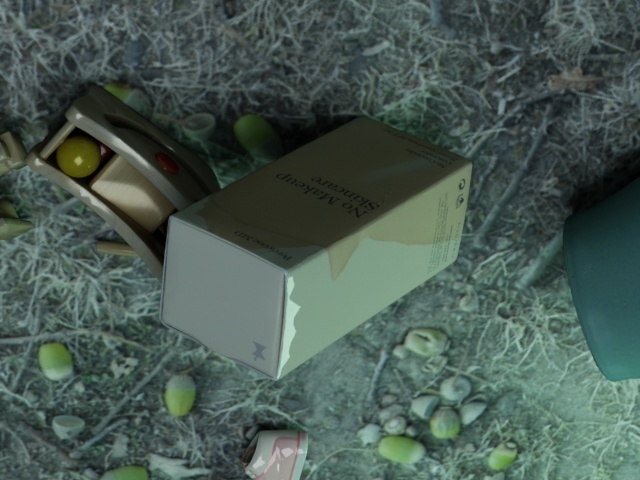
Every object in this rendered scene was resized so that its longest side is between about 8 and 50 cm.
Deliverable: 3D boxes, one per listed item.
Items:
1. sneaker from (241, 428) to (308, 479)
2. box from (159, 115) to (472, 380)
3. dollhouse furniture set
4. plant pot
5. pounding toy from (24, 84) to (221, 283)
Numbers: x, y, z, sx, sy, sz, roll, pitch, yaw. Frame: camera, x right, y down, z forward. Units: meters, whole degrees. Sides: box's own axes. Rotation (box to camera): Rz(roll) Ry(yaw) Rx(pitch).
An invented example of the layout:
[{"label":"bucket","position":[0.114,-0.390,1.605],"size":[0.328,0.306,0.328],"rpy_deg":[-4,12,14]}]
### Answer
[{"label":"sneaker","position":[-0.060,0.270,2.038],"size":[0.070,0.051,0.134],"rpy_deg":[8,116,-11]},{"label":"box","position":[0.000,0.000,1.727],"size":[0.148,0.311,0.121],"rpy_deg":[24,124,27]},{"label":"dollhouse furniture set","position":[-0.356,-0.066,1.804],"size":[0.144,0.123,0.151],"rpy_deg":[-26,86,7]},{"label":"plant pot","position":[0.395,0.032,1.854],"size":[0.255,0.272,0.272],"rpy_deg":[-16,123,18]},{"label":"pounding toy","position":[-0.184,-0.015,1.787],"size":[0.269,0.154,0.155],"rpy_deg":[36,110,-25]}]
